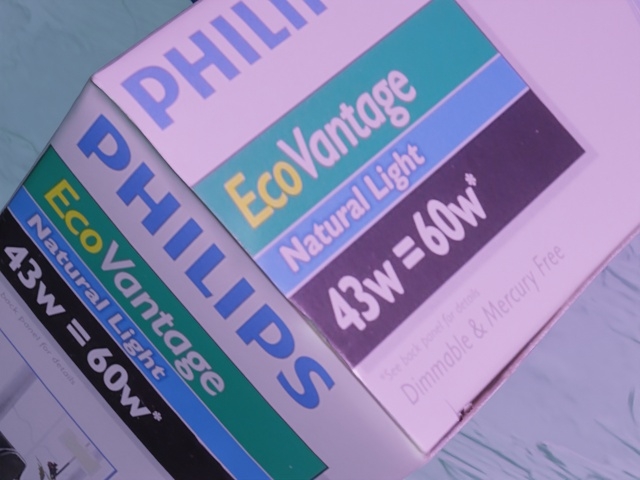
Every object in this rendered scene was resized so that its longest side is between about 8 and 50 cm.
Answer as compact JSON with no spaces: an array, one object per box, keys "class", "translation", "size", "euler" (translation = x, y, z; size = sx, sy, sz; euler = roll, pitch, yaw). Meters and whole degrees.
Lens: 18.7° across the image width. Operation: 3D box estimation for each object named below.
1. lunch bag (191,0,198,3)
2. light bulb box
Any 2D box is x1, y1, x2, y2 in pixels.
[{"class":"lunch bag","translation":[-0.032,-0.163,1.166],"size":[0.067,0.098,0.065],"euler":[54,139,6]},{"class":"light bulb box","translation":[0.000,0.000,1.054],"size":[0.225,0.358,0.361],"euler":[48,142,2]}]
